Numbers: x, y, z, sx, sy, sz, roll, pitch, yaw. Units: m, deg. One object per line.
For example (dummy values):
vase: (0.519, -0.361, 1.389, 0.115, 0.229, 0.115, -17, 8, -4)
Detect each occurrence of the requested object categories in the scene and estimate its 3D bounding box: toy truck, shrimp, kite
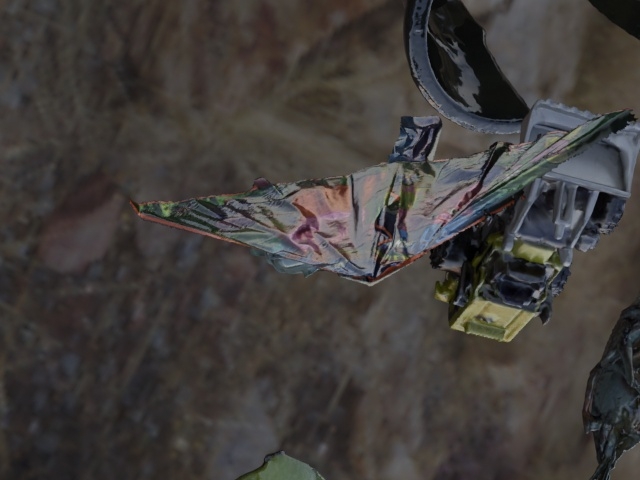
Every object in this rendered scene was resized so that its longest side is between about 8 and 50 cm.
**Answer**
toy truck: (0.193, -0.009, 1.592, 0.286, 0.136, 0.111, 117, -17, -53)
shrimp: (0.356, 0.129, 1.872, 0.172, 0.137, 0.372, 64, 34, -31)
kite: (0.037, -0.023, 1.117, 0.234, 0.321, 0.016, 102, -24, -65)

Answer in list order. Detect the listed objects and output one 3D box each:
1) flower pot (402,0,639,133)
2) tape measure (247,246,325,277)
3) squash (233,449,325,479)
flower pot: (0.228, -0.358, 2.201, 0.379, 0.251, 0.379, -14, 131, -17)
tape measure: (-0.001, 0.001, 1.967, 0.330, 0.164, 0.084, 129, -46, -86)
squash: (-0.066, 0.294, 1.167, 0.137, 0.137, 0.287, 76, 14, -58)
